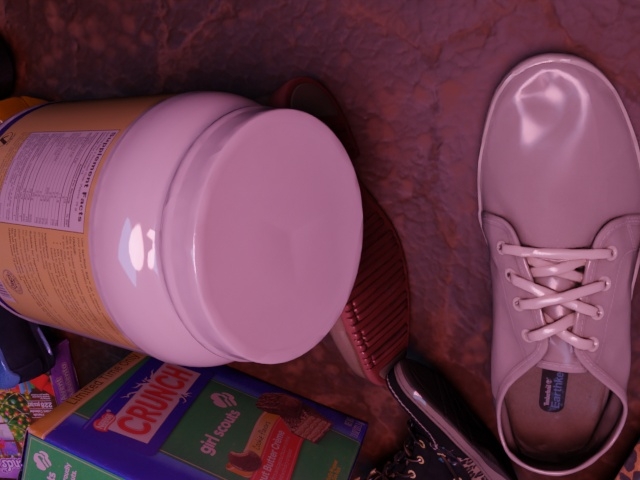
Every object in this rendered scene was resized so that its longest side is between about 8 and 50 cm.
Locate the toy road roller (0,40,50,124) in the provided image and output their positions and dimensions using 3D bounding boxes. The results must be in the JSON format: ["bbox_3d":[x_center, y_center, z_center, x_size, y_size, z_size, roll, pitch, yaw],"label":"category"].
[{"bbox_3d":[-0.441,-0.076,0.824,0.329,0.202,0.240,51,128,-3],"label":"toy road roller"}]

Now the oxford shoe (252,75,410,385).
[{"bbox_3d":[0.000,0.000,0.769,0.130,0.123,0.348,-12,100,40],"label":"oxford shoe"}]

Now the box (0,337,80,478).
[{"bbox_3d":[-0.485,0.248,1.007,0.293,0.057,0.201,-4,106,17],"label":"box"}]

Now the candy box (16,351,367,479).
[{"bbox_3d":[-0.130,0.258,0.790,0.317,0.268,0.122,19,108,9],"label":"candy box"}]

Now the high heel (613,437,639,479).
[{"bbox_3d":[0.308,0.272,0.781,0.261,0.093,0.186,-9,86,28],"label":"high heel"}]

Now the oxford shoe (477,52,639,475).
[{"bbox_3d":[0.242,0.042,0.690,0.169,0.130,0.449,1,106,18],"label":"oxford shoe"}]

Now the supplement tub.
[{"bbox_3d":[-0.152,-0.016,0.642,0.331,0.241,0.241,6,110,38],"label":"supplement tub"}]

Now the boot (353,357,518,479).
[{"bbox_3d":[0.100,0.252,0.780,0.179,0.085,0.236,-34,118,16],"label":"boot"}]

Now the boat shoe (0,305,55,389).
[{"bbox_3d":[-0.436,0.078,0.917,0.109,0.089,0.258,-37,72,37],"label":"boat shoe"}]
